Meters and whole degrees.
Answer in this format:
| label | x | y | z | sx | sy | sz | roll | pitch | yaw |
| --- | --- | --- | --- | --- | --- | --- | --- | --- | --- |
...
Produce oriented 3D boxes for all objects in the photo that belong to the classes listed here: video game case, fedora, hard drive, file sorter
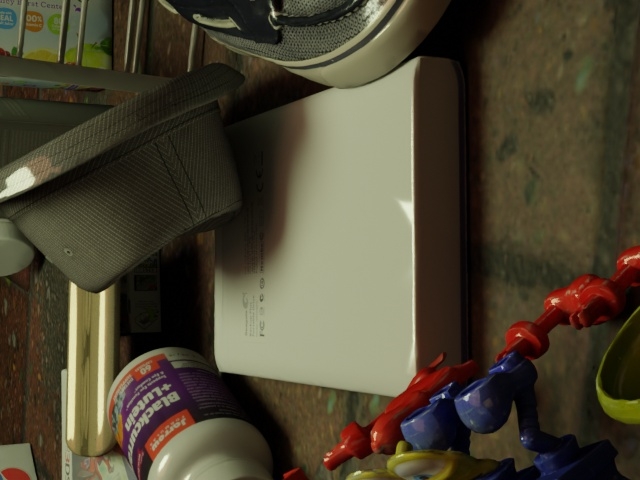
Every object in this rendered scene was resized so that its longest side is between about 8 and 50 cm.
| label | x | y | z | sx | sy | sz | roll | pitch | yaw |
| --- | --- | --- | --- | --- | --- | --- | --- | --- | --- |
| video game case | -0.230 | 0.242 | 1.208 | 0.201 | 0.023 | 0.183 | 3 | 93 | 50 |
| fedora | -0.157 | -0.039 | 0.883 | 0.275 | 0.244 | 0.124 | -14 | 106 | 53 |
| hard drive | 0.000 | 0.000 | 0.812 | 0.319 | 0.040 | 0.210 | -6 | 83 | 62 |
| file sorter | -0.272 | -0.242 | 1.085 | 0.193 | 0.278 | 0.173 | 19 | 104 | 61 |

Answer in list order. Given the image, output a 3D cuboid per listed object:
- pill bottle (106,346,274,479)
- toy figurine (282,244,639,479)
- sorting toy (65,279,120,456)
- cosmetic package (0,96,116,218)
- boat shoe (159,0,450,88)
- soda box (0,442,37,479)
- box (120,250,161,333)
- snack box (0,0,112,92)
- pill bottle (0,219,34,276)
| label | x | y | z | sx | sy | sz | roll | pitch | yaw |
| --- | --- | --- | --- | --- | --- | --- | --- | --- | --- |
| pill bottle | -0.105 | 0.179 | 0.931 | 0.193 | 0.108 | 0.108 | 41 | 125 | 55 |
| toy figurine | 0.155 | 0.127 | 0.471 | 0.217 | 0.191 | 0.362 | 55 | 138 | 2 |
| sorting toy | -0.225 | 0.159 | 1.116 | 0.229 | 0.041 | 0.307 | 151 | 120 | -69 |
| cosmetic package | -0.249 | -0.080 | 1.080 | 0.127 | 0.238 | 0.107 | 37 | 118 | 60 |
| boat shoe | -0.052 | -0.196 | 0.764 | 0.340 | 0.158 | 0.127 | 16 | 82 | 61 |
| soda box | -0.444 | 0.399 | 1.599 | 0.216 | 0.074 | 0.069 | 63 | 141 | 42 |
| box | -0.233 | 0.052 | 1.255 | 0.207 | 0.036 | 0.114 | -11 | 79 | 62 |
| snack box | -0.357 | -0.273 | 1.319 | 0.070 | 0.207 | 0.174 | -4 | 85 | 62 |
| pill bottle | -0.489 | -0.074 | 1.635 | 0.136 | 0.136 | 0.245 | -55 | 42 | 46 |
